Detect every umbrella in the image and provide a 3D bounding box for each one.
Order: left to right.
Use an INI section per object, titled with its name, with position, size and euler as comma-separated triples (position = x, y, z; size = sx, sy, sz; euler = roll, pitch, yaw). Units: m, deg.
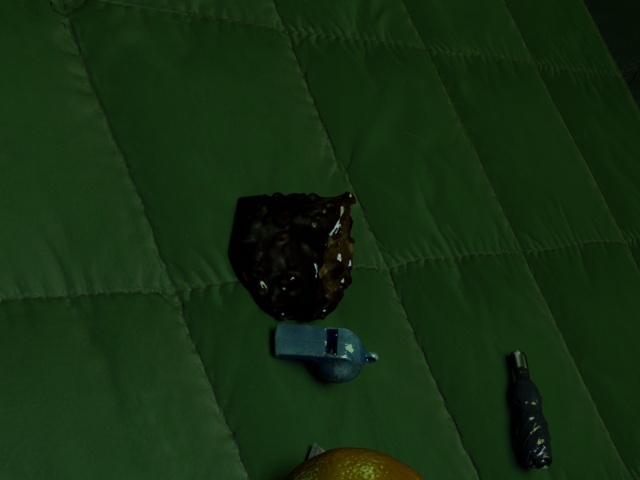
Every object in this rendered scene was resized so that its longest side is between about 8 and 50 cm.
[umbrella]
position = 0.360, 0.291, 2.089
size = 0.071, 0.071, 0.248
euler = 28, 39, -34

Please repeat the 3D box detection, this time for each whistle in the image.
[whistle]
position = 0.007, 0.168, 1.756
size = 0.158, 0.090, 0.090
euler = 4, 49, -2

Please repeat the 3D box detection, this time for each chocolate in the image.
[chocolate]
position = 0.000, 0.000, 1.784
size = 0.206, 0.177, 0.224
euler = 36, 41, -27

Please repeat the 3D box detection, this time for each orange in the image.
[orange]
position = 0.066, 0.365, 1.552
size = 0.237, 0.158, 0.179
euler = 34, 20, -5

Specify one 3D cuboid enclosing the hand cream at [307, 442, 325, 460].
[hand cream]
position = 0.060, 0.371, 1.679
size = 0.210, 0.043, 0.067
euler = 39, 44, -14
